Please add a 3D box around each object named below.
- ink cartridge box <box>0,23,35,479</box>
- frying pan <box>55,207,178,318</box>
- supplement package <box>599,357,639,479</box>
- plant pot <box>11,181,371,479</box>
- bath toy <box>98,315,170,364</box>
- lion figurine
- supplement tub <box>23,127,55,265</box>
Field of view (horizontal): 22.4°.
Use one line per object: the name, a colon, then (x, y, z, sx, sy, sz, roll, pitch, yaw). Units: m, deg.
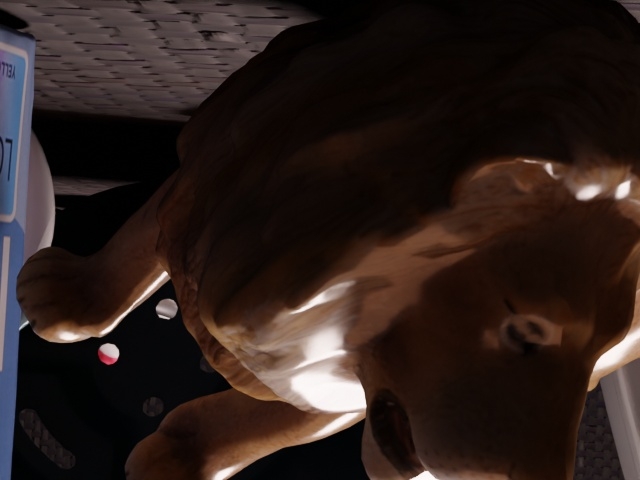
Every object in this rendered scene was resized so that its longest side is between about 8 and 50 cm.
ink cartridge box: (-0.248, 0.116, 0.518, 0.270, 0.395, 0.151, 3, 177, 18)
frying pan: (-0.177, 0.008, 1.412, 0.197, 0.053, 0.326, 24, -179, -24)
supplement package: (0.281, 0.102, 1.063, 0.177, 0.175, 0.293, -15, -179, 5)
plant pot: (-0.082, 0.119, 0.981, 0.341, 0.341, 0.334, 4, -166, -13)
bath toy: (-0.285, 0.042, 1.490, 0.348, 0.129, 0.151, 12, -150, -40)
lion figurine: (0.065, -0.004, 0.542, 0.240, 0.142, 0.392, -32, 172, 32)
supplement tub: (-0.207, -0.012, 0.691, 0.117, 0.117, 0.190, 6, 176, -39)
